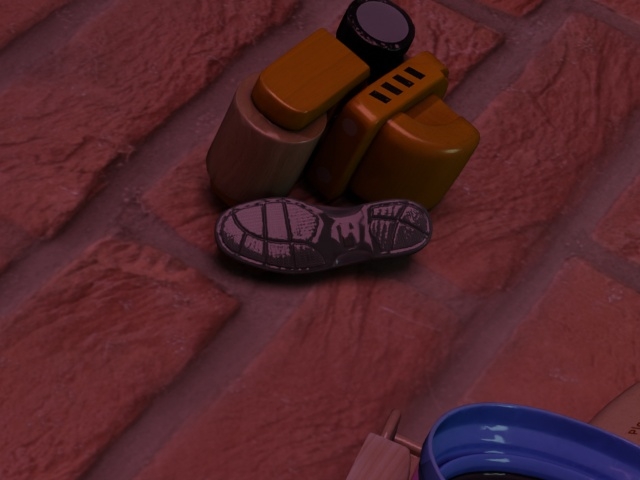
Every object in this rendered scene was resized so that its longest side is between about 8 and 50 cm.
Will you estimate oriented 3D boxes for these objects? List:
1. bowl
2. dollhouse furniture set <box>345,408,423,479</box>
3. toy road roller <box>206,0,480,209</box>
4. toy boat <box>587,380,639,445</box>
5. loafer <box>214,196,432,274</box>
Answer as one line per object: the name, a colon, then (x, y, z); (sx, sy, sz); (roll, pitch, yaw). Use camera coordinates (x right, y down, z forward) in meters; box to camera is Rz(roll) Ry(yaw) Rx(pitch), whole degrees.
bowl: (0.267, 0.290, 1.766); (0.391, 0.077, 0.391); (21, 19, -8)
dollhouse furniture set: (0.163, 0.327, 1.884); (0.303, 0.198, 0.286); (22, 45, 8)
toy road roller: (0.044, -0.130, 2.313); (0.240, 0.202, 0.329); (43, 48, 12)
toy boat: (0.418, 0.271, 2.018); (0.318, 0.148, 0.267); (9, 34, 41)
loafer: (0.000, 0.000, 2.270); (0.267, 0.084, 0.096); (-1, 77, -10)
